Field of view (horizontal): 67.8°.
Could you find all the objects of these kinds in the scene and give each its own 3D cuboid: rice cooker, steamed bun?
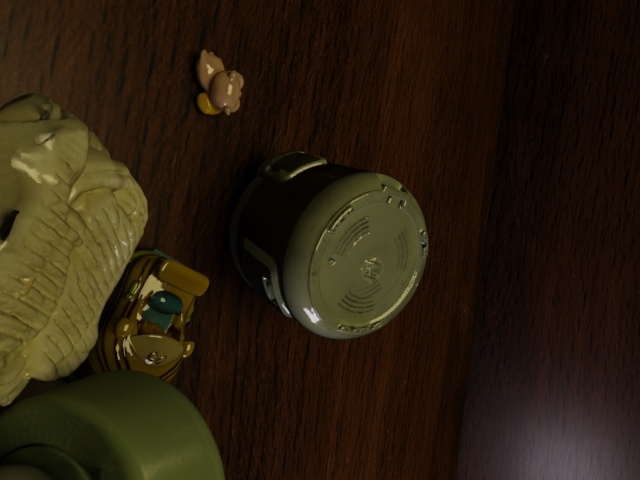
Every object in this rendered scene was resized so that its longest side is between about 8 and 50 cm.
[{"bbox_3d":[0.000,0.000,0.938,0.335,0.325,0.335,-12,112,-31],"label":"rice cooker"},{"bbox_3d":[-0.378,0.002,0.520,0.394,0.238,0.346,-73,177,-67],"label":"steamed bun"}]

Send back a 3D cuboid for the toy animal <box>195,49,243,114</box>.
[{"bbox_3d":[-0.172,-0.284,0.863,0.091,0.082,0.114,-18,108,-51],"label":"toy animal"}]

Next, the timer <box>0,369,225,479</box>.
[{"bbox_3d":[-0.287,0.280,0.434,0.315,0.291,0.290,28,72,-70],"label":"timer"}]

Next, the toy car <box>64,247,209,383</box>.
[{"bbox_3d":[-0.275,0.136,0.744,0.200,0.142,0.247,35,66,-48],"label":"toy car"}]
